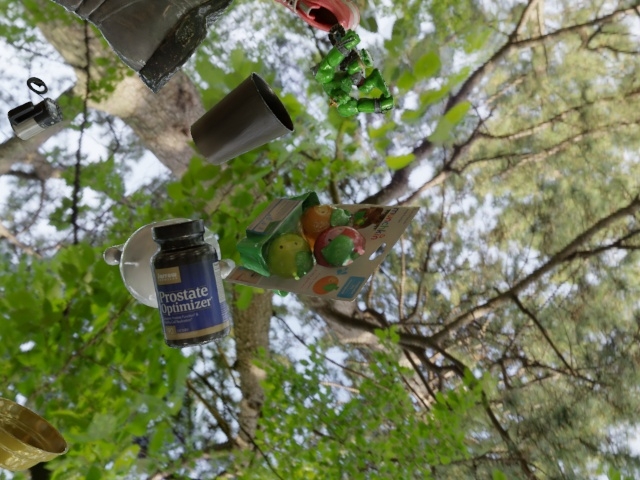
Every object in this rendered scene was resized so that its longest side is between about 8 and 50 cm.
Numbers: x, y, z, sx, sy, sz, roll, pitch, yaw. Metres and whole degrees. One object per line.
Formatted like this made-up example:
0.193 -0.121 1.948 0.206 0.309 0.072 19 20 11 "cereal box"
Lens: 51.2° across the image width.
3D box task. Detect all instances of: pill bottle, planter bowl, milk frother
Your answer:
-0.241 0.075 1.215 0.123 0.123 0.219 -9 -86 21 "pill bottle"
-0.672 0.439 1.461 0.217 0.217 0.090 28 -101 37 "planter bowl"
-0.885 -0.407 2.047 0.135 0.129 0.143 -24 -123 10 "milk frother"

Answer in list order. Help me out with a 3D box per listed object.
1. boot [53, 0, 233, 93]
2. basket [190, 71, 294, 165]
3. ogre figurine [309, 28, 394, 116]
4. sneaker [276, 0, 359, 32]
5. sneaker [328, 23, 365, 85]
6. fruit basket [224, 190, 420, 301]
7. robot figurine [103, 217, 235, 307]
-0.239 -0.372 0.926 0.118 0.223 0.338 -36 -156 32 "boot"
-0.216 -0.307 1.768 0.227 0.204 0.154 -29 -126 16 "basket"
0.063 -0.320 1.350 0.118 0.197 0.096 -24 -116 18 "ogre figurine"
-0.041 -0.661 1.816 0.314 0.115 0.136 28 -148 -1 "sneaker"
0.080 -0.462 1.666 0.064 0.073 0.162 -22 -97 32 "sneaker"
0.000 0.000 1.492 0.353 0.165 0.327 0 -142 40 "fruit basket"
-0.355 0.050 1.598 0.300 0.353 0.199 4 -85 1 "robot figurine"
